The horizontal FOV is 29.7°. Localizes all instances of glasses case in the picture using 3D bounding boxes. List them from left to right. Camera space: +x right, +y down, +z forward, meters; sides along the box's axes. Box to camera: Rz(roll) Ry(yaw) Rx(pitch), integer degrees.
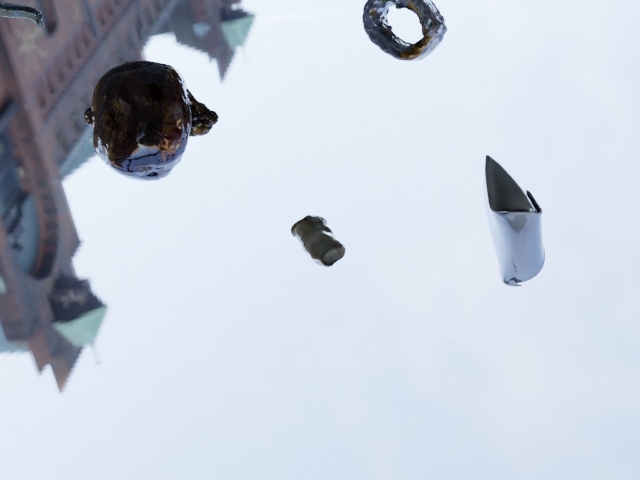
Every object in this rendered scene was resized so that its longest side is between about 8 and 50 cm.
[{"bbox_3d":[0.324,-0.034,2.020,0.083,0.308,0.128,-15,-115,5],"label":"glasses case"}]

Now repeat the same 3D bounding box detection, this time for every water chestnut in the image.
[{"bbox_3d":[-0.307,-0.213,2.201,0.238,0.223,0.223,5,-151,-17],"label":"water chestnut"}]

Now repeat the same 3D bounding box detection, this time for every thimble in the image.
[{"bbox_3d":[0.162,-0.419,2.325,0.127,0.151,0.118,-44,175,21],"label":"thimble"}]

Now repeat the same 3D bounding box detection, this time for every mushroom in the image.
[{"bbox_3d":[-0.003,0.002,1.916,0.059,0.054,0.202,-40,-162,2],"label":"mushroom"}]

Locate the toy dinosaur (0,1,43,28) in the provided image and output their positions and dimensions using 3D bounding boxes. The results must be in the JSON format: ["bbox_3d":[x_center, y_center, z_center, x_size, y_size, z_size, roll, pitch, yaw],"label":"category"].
[{"bbox_3d":[-0.576,-0.380,1.810,0.076,0.363,0.147,-28,-136,38],"label":"toy dinosaur"}]
